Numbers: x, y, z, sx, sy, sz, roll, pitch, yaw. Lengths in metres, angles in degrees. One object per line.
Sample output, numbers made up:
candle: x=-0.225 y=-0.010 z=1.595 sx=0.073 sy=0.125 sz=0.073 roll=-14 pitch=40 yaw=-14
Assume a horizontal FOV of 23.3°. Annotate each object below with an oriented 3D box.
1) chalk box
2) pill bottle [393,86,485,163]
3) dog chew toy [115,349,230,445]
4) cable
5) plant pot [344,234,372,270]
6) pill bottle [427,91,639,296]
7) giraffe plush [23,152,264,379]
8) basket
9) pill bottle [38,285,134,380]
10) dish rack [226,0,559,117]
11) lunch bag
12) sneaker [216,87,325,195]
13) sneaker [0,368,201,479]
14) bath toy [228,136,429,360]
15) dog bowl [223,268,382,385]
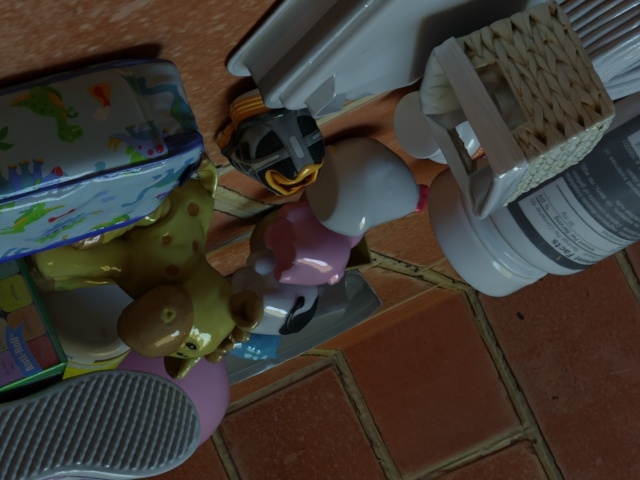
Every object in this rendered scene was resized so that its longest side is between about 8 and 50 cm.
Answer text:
chalk box: x=-0.310 y=0.086 z=1.378 sx=0.132 sy=0.132 sz=0.213 roll=-21 pitch=171 yaw=-19
pill bottle: x=0.142 y=-0.120 z=1.520 sx=0.152 sy=0.086 sz=0.086 roll=-14 pitch=166 yaw=-48
dog chew toy: x=-0.277 y=0.173 z=1.771 sx=0.332 sy=0.206 sz=0.206 roll=-14 pitch=168 yaw=-12
cable: x=0.307 y=-0.206 z=1.462 sx=0.257 sy=0.089 sz=0.257 roll=-25 pitch=170 yaw=3
plant pot: x=0.000 y=0.005 z=1.870 sx=0.083 sy=0.081 sz=0.081 roll=-18 pitch=175 yaw=31
pill bottle: x=0.310 y=-0.085 z=1.775 sx=0.361 sy=0.204 sz=0.204 roll=-31 pitch=168 yaw=35
giraffe plush: x=-0.146 y=0.038 z=1.405 sx=0.210 sy=0.170 sz=0.181 roll=-21 pitch=169 yaw=-21
basket: x=0.147 y=-0.098 z=1.173 sx=0.103 sy=0.113 sz=0.167 roll=-26 pitch=171 yaw=-4
pill bottle: x=-0.250 y=0.089 z=1.581 sx=0.117 sy=0.117 sz=0.215 roll=-20 pitch=169 yaw=-26
dish rack: x=0.111 y=-0.189 z=1.139 sx=0.285 sy=0.072 sz=0.333 roll=-19 pitch=170 yaw=-35
lunch bag: x=-0.199 y=-0.046 z=1.087 sx=0.219 sy=0.090 sz=0.176 roll=-18 pitch=171 yaw=-30
sneaker: x=-0.037 y=-0.075 z=1.330 sx=0.084 sy=0.083 sz=0.215 roll=-27 pitch=174 yaw=-3
sneaker: x=-0.257 y=0.187 z=1.404 sx=0.282 sy=0.102 sz=0.161 roll=-3 pitch=162 yaw=-38
bath toy: x=0.000 y=0.000 z=1.677 sx=0.129 sy=0.151 sz=0.348 roll=3 pitch=149 yaw=-27
dog bowl: x=-0.091 y=0.114 z=2.150 sx=0.349 sy=0.102 sz=0.349 roll=-25 pitch=170 yaw=-5
